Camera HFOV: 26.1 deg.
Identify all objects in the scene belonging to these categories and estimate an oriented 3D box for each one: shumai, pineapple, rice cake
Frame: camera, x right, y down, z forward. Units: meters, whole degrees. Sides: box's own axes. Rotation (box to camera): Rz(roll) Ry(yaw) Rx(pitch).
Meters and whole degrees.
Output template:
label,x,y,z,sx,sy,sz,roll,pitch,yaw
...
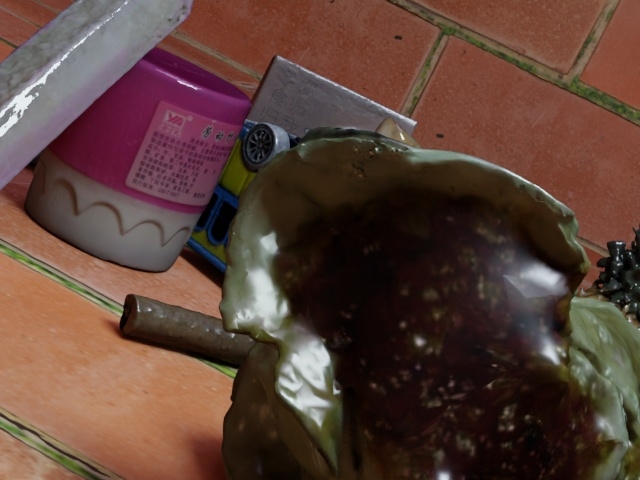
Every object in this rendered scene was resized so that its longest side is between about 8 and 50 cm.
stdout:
label,x,y,z,sx,sy,sz,roll,pitch,yaw
shumai,0.097,0.063,0.877,0.330,0.288,0.292,-2,23,-9
pineapple,0.348,0.081,1.605,0.158,0.279,0.158,25,14,-7
rice cake,-0.238,-0.134,1.213,0.064,0.399,0.070,20,-37,29

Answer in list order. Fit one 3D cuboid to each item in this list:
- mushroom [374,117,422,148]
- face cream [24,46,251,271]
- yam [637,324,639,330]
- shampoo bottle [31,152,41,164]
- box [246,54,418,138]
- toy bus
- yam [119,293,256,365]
label,x,y,z,sx,sy,sz,roll,pitch,yaw
mushroom,0.049,-0.044,1.671,0.207,0.215,0.207,31,4,-2
face cream,-0.184,-0.090,1.385,0.175,0.195,0.175,24,11,-5
yam,0.153,0.124,1.150,0.304,0.168,0.168,14,11,-4
shampoo bottle,-0.400,-0.159,1.574,0.258,0.061,0.104,26,9,1
box,-0.014,-0.105,1.824,0.215,0.215,0.086,25,-1,-6
toy bus,0.000,0.000,1.438,0.138,0.175,0.287,15,15,-47
yam,-0.031,0.104,1.229,0.327,0.045,0.045,18,45,-33
